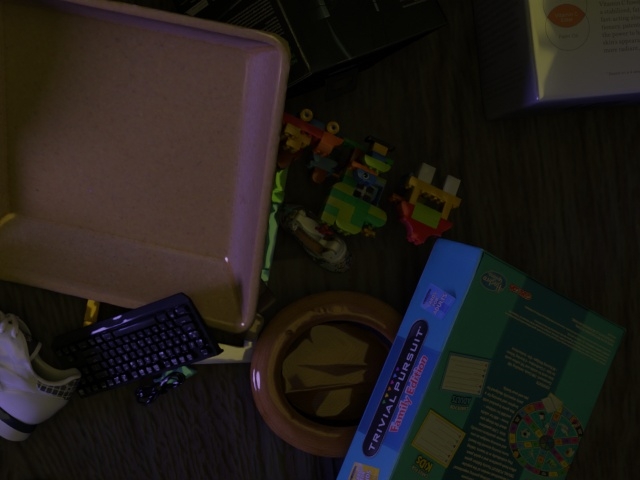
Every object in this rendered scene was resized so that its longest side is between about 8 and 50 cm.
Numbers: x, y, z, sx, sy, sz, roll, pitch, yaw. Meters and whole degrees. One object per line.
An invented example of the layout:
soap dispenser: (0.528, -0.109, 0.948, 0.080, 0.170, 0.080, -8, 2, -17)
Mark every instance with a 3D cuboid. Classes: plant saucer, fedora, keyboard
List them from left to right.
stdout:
plant saucer: (-0.201, -0.091, 0.998, 0.332, 0.081, 0.333, 12, 124, 3)
keyboard: (-0.189, 0.125, 1.072, 0.180, 0.023, 0.108, -19, 113, 24)
fedora: (0.015, 0.144, 1.132, 0.194, 0.079, 0.195, 0, 90, -12)

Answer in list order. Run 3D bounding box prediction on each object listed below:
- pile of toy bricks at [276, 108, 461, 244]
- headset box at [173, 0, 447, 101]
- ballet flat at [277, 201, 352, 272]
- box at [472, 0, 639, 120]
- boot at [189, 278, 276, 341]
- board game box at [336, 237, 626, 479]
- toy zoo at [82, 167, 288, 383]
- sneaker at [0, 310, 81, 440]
pile of toy bricks: (0.031, -0.051, 1.098, 0.212, 0.118, 0.105, 24, 78, -13)
headset box: (-0.027, -0.283, 1.049, 0.246, 0.131, 0.283, -31, 96, -46)
ballet flat: (0.000, 0.000, 1.136, 0.114, 0.041, 0.041, 41, 82, -25)
box: (0.291, -0.322, 1.145, 0.214, 0.168, 0.346, -6, 91, -10)
boot: (-0.106, 0.081, 1.098, 0.087, 0.042, 0.118, 37, 84, -10)
board game box: (0.170, 0.201, 1.115, 0.253, 0.079, 0.336, 27, 84, -33)
toy zoo: (-0.149, 0.019, 1.128, 0.192, 0.030, 0.293, 11, 87, -10)
sneaker: (-0.357, 0.099, 1.052, 0.095, 0.090, 0.235, -43, 109, 9)
